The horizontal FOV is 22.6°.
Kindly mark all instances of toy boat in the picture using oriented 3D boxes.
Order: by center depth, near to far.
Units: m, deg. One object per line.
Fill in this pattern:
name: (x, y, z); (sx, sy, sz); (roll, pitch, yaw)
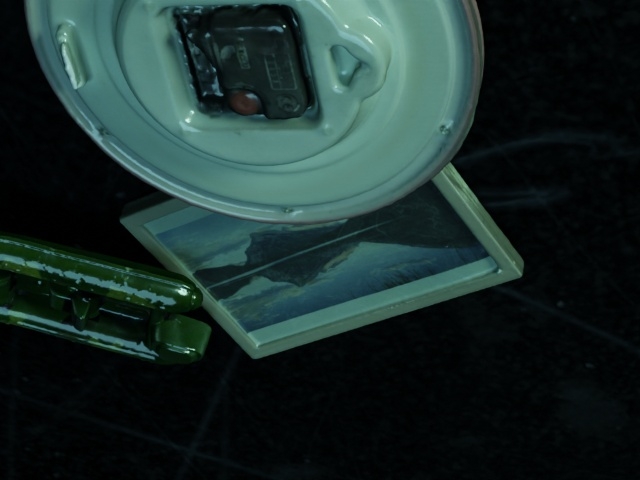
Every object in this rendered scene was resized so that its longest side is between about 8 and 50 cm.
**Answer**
toy boat: (-0.171, 0.033, 1.011); (0.210, 0.052, 0.104); (14, 151, -4)

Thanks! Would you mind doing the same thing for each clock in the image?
clock: (-0.037, -0.103, 0.830); (0.245, 0.056, 0.244); (7, 132, 8)

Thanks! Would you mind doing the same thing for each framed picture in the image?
framed picture: (0.000, 0.000, 0.971); (0.203, 0.015, 0.150); (-19, 129, 28)
